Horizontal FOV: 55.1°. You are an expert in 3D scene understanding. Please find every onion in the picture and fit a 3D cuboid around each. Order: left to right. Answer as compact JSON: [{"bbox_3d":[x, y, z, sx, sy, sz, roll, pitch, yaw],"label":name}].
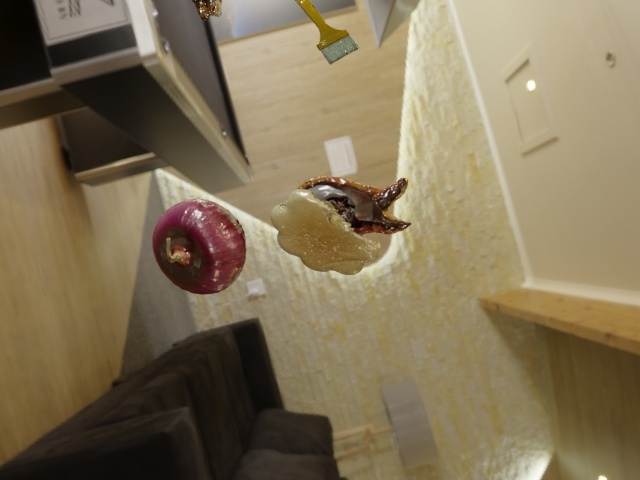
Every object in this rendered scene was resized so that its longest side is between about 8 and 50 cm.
[{"bbox_3d":[-0.219,0.014,1.104,0.177,0.177,0.153,77,27,-44],"label":"onion"}]

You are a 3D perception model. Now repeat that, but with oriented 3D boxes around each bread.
[{"bbox_3d":[0.000,0.000,1.336,0.250,0.181,0.039,37,39,-21],"label":"bread"},{"bbox_3d":[0.071,-0.076,1.396,0.095,0.268,0.140,-108,-160,-88],"label":"bread"}]

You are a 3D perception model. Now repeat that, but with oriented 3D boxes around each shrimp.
[{"bbox_3d":[-0.290,-0.638,1.587,0.294,0.062,0.154,-90,165,-45],"label":"shrimp"}]

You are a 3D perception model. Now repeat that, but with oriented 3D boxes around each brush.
[{"bbox_3d":[-0.002,-0.493,1.389,0.205,0.083,0.011,56,-13,12],"label":"brush"}]
